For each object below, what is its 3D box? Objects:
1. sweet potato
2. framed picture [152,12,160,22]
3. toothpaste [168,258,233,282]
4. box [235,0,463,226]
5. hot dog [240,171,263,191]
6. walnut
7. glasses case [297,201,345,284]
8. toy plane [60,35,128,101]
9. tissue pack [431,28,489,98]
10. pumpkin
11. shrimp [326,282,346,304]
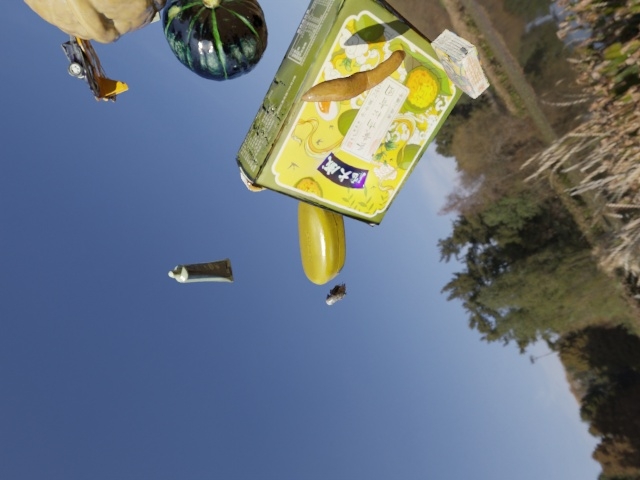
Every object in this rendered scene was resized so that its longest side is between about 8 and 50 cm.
[{"bbox_3d":[0.055,-0.242,0.677,0.044,0.178,0.044,157,90,-83],"label":"sweet potato"},{"bbox_3d":[-0.519,-0.685,1.262,0.011,0.183,0.142,-24,-67,-47],"label":"framed picture"},{"bbox_3d":[-0.249,0.067,0.946,0.197,0.034,0.057,3,-107,-66],"label":"toothpaste"},{"bbox_3d":[0.074,-0.268,0.959,0.372,0.421,0.138,16,-156,-39],"label":"box"},{"bbox_3d":[-0.180,-0.266,1.656,0.267,0.145,0.075,-23,-139,-39],"label":"hot dog"},{"bbox_3d":[-0.445,-0.539,0.862,0.285,0.295,0.286,-9,-90,-89],"label":"walnut"},{"bbox_3d":[0.000,0.000,1.733,0.141,0.173,0.372,-28,-58,-43],"label":"glasses case"},{"bbox_3d":[-0.659,-0.531,1.201,0.316,0.102,0.204,61,180,-19],"label":"toy plane"},{"bbox_3d":[0.192,-0.239,0.606,0.083,0.035,0.063,33,-162,-51],"label":"tissue pack"},{"bbox_3d":[-0.308,-0.626,1.299,0.238,0.314,0.316,99,152,-68],"label":"pumpkin"},{"bbox_3d":[0.069,0.201,1.718,0.057,0.065,0.165,51,-156,4],"label":"shrimp"}]
